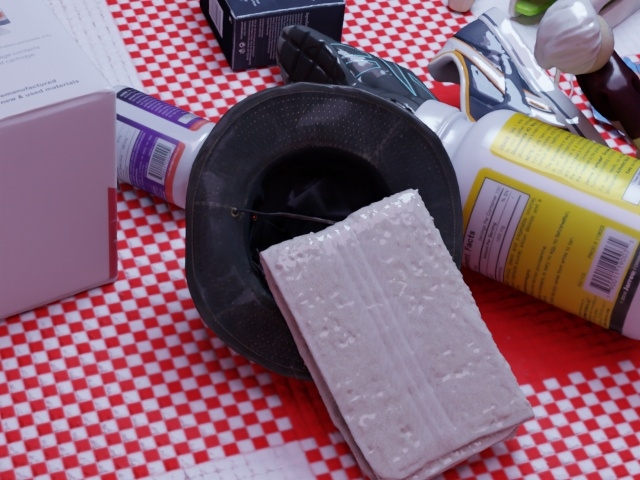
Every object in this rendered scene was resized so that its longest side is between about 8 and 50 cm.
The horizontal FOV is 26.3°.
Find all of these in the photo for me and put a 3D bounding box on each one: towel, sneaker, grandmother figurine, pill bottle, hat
[{"bbox_3d":[0.078,0.102,1.393,0.187,0.049,0.282,-24,82,-16],"label":"towel"},{"bbox_3d":[0.055,-0.193,1.767,0.267,0.101,0.106,39,38,21],"label":"sneaker"},{"bbox_3d":[0.352,-0.179,1.622,0.104,0.342,0.208,-45,48,8],"label":"grandmother figurine"},{"bbox_3d":[-0.216,-0.120,1.630,0.194,0.108,0.108,24,47,16],"label":"pill bottle"},{"bbox_3d":[0.255,-0.136,1.700,0.127,0.126,0.321,-34,64,-1],"label":"sneaker"},{"bbox_3d":[0.000,0.000,1.498,0.332,0.134,0.331,2,75,-6],"label":"hat"},{"bbox_3d":[0.248,-0.034,1.546,0.334,0.187,0.188,24,47,16],"label":"pill bottle"}]

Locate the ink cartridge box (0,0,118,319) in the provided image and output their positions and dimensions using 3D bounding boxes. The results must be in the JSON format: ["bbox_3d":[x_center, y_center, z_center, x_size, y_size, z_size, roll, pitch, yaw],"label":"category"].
[{"bbox_3d":[-0.377,-0.147,1.517,0.160,0.279,0.384,-21,50,-25],"label":"ink cartridge box"}]

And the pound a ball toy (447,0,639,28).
[{"bbox_3d":[0.359,-0.408,1.980,0.208,0.135,0.319,35,50,25],"label":"pound a ball toy"}]

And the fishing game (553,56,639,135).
[{"bbox_3d":[0.441,-0.196,1.844,0.264,0.041,0.189,13,42,7],"label":"fishing game"}]

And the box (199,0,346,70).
[{"bbox_3d":[-0.068,-0.320,1.863,0.158,0.093,0.156,-11,47,-17],"label":"box"}]
